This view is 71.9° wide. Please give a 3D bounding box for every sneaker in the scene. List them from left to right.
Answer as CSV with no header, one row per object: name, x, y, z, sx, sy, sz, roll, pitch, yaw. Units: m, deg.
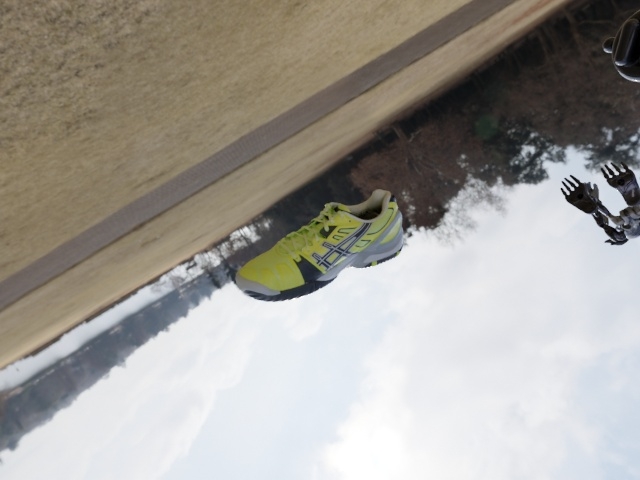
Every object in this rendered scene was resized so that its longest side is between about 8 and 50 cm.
sneaker,0.000,0.000,0.909,0.384,0.147,0.145,-23,-145,-25

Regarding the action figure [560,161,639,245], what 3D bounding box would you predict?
action figure,0.588,-0.078,0.849,0.275,0.141,0.164,16,147,-37

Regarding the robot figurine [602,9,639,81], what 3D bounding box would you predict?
robot figurine,0.827,-0.467,1.062,0.277,0.209,0.174,-12,156,-30
